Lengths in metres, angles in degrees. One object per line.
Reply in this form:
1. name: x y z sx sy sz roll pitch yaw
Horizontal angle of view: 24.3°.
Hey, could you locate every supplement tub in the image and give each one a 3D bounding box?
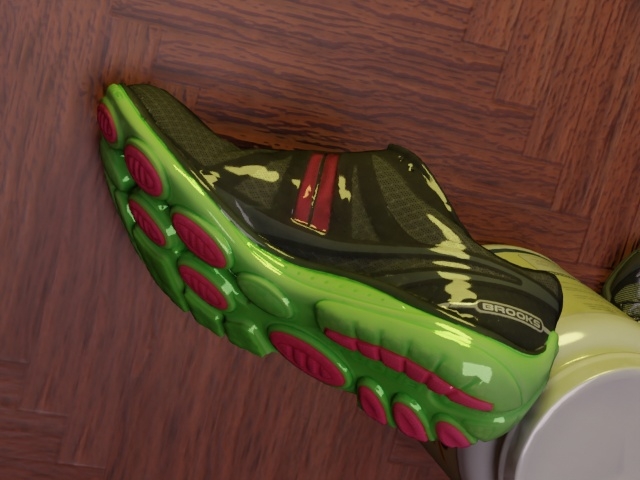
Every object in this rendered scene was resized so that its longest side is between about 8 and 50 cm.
1. supplement tub: 0.213 0.155 1.436 0.235 0.325 0.235 -5 108 -16

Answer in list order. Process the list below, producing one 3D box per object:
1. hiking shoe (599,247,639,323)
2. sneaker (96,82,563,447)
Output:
1. hiking shoe: 0.342 0.121 1.580 0.086 0.114 0.226 8 104 -20
2. sneaker: 0.000 0.000 1.332 0.202 0.483 0.185 -46 160 -35
